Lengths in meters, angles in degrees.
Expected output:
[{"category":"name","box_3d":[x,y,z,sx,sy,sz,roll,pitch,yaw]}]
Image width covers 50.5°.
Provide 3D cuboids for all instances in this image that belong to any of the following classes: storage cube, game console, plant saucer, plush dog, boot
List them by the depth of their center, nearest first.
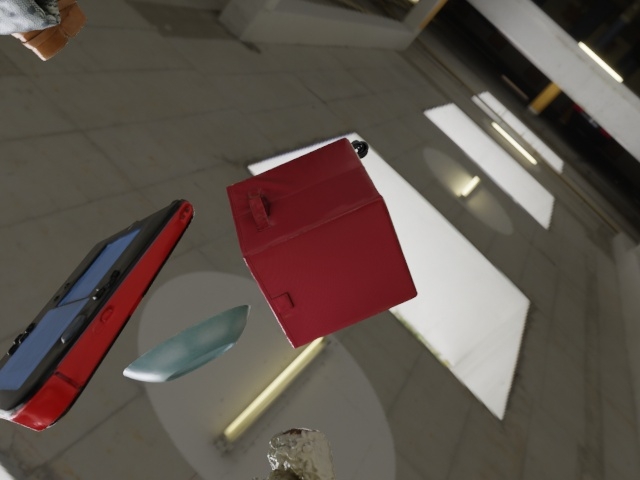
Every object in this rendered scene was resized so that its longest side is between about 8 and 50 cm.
[{"category":"boot","box_3d":[-0.408,-0.293,0.881,0.073,0.197,0.152,39,164,35]},{"category":"plant saucer","box_3d":[-0.175,0.153,0.940,0.195,0.195,0.037,-11,-111,-60]},{"category":"plush dog","box_3d":[-0.076,0.417,0.940,0.210,0.225,0.262,55,-156,2]},{"category":"storage cube","box_3d":[0.000,0.000,0.958,0.183,0.193,0.214,-112,-1,-54]},{"category":"game console","box_3d":[-0.353,0.104,0.974,0.060,0.387,0.341,39,-119,-23]}]

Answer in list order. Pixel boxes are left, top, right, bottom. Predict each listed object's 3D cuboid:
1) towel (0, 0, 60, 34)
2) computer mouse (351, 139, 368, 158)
[{"category":"towel","box_3d":[-0.407,-0.278,0.500,0.324,0.313,0.056,67,-154,-53]},{"category":"computer mouse","box_3d":[0.049,-0.062,1.128,0.042,0.192,0.106,17,-141,35]}]
